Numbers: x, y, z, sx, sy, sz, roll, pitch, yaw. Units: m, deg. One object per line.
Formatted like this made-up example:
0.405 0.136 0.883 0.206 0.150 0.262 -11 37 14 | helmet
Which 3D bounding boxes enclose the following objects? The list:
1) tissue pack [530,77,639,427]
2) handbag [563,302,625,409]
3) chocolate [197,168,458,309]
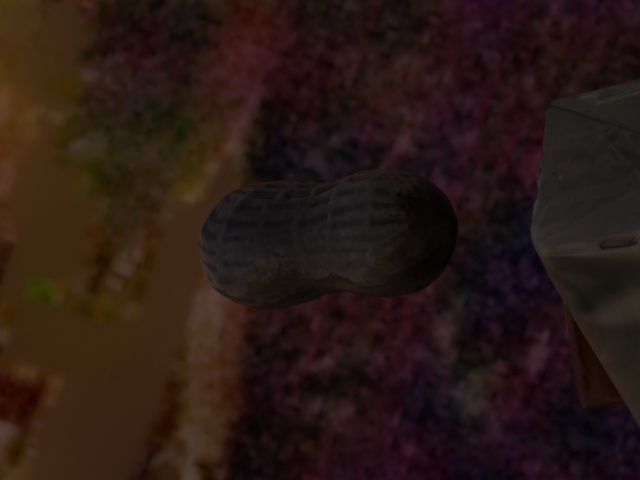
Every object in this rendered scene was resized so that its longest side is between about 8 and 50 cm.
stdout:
0.207 0.044 0.830 0.159 0.229 0.145 -10 48 27 | tissue pack
0.237 0.023 1.079 0.063 0.190 0.127 10 -110 -84 | handbag
0.000 0.000 0.984 0.167 0.072 0.072 -5 59 38 | chocolate
